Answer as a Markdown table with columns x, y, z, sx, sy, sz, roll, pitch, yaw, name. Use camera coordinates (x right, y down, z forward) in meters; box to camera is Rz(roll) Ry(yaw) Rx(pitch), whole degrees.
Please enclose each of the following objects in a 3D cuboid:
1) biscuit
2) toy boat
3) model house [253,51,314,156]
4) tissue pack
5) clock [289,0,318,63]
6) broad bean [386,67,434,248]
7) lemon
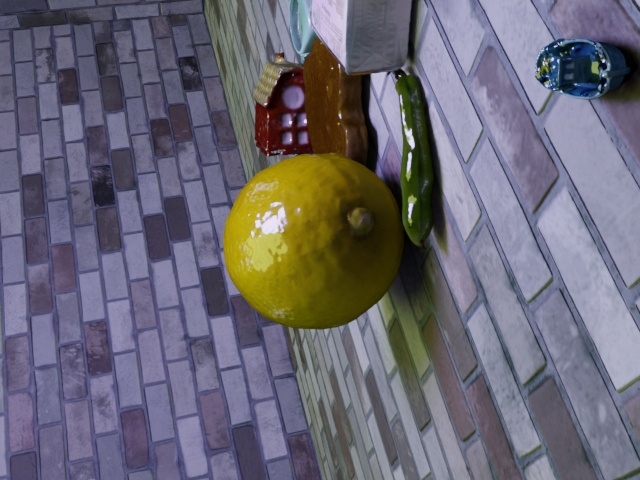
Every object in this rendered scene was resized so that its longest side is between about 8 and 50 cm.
| x | y | z | sx | sy | sz | roll | pitch | yaw | name |
| --- | --- | --- | --- | --- | --- | --- | --- | --- | --- |
| 0.033 | -0.290 | 1.536 | 0.381 | 0.074 | 0.359 | 116 | 141 | -64 | biscuit |
| 0.254 | -0.171 | 0.701 | 0.137 | 0.061 | 0.060 | -132 | 35 | -65 | toy boat |
| -0.089 | -0.353 | 1.819 | 0.196 | 0.160 | 0.254 | -131 | 35 | -67 | model house |
| 0.065 | -0.412 | 1.194 | 0.225 | 0.124 | 0.185 | -116 | 20 | -52 | tissue pack |
| -0.030 | -0.512 | 1.657 | 0.211 | 0.066 | 0.159 | 118 | 141 | -70 | clock |
| 0.154 | -0.143 | 1.171 | 0.098 | 0.056 | 0.318 | 119 | 145 | -79 | broad bean |
| 0.000 | 0.000 | 1.331 | 0.364 | 0.364 | 0.364 | 171 | 90 | -77 | lemon |
